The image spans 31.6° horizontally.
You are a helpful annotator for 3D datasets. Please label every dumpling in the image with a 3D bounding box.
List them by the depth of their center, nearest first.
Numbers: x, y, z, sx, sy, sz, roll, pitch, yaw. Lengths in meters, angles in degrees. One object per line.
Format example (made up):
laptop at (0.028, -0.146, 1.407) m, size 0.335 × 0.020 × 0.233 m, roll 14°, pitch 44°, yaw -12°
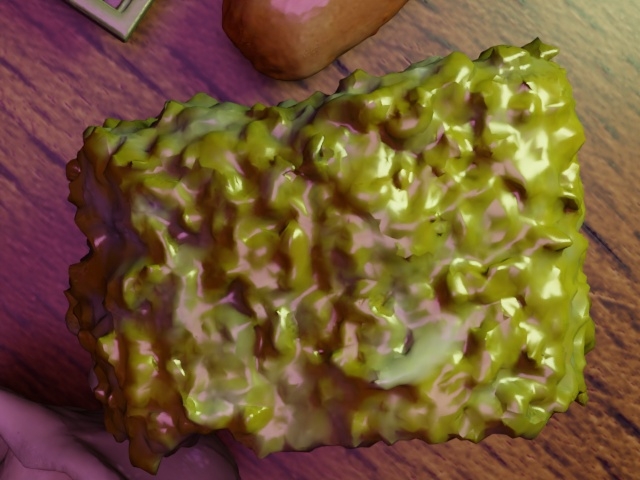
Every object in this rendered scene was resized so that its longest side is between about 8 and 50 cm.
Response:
dumpling at (-0.180, 0.179, 0.872) m, size 0.187 × 0.318 × 0.243 m, roll -40°, pitch 91°, yaw -32°

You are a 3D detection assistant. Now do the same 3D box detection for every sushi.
sushi at (0.000, 0.000, 0.794) m, size 0.351 × 0.396 × 0.240 m, roll -8°, pitch 96°, yaw 6°

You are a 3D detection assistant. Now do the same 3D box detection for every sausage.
sausage at (0.035, -0.232, 0.921) m, size 0.259 × 0.113 × 0.113 m, roll -37°, pitch 96°, yaw -2°

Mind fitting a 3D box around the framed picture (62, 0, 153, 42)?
framed picture at (-0.168, -0.338, 0.924) m, size 0.211 × 0.020 × 0.289 m, roll 34°, pitch 83°, yaw -4°
